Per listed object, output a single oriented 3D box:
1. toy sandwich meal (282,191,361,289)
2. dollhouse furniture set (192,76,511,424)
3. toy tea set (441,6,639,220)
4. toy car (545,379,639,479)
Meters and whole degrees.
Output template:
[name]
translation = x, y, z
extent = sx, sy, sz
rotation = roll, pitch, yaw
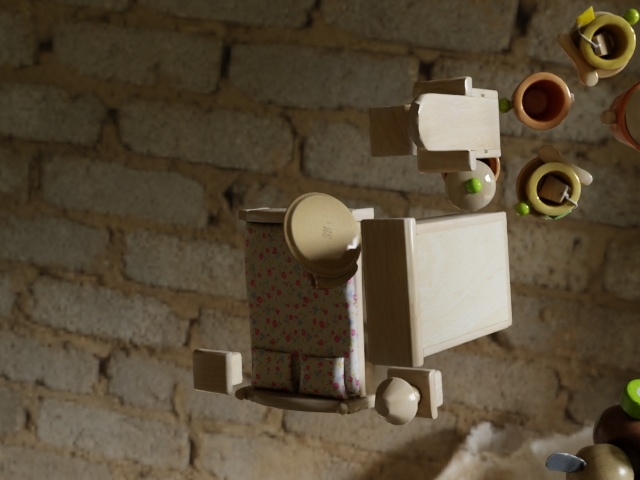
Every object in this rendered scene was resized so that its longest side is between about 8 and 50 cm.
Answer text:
[toy sandwich meal]
translation = 0.000, 0.000, 0.865
extent = 0.085, 0.085, 0.029
rotation = -6, -16, -33
[dollhouse furniture set]
translation = -0.027, 0.017, 0.927
extent = 0.355, 0.303, 0.174
rotation = 0, 4, 35
[toy tea set]
translation = 0.309, -0.134, 1.261
extent = 0.200, 0.336, 0.124
rotation = 49, 1, -6
[toy car]
translation = 0.363, 0.291, 1.321
extent = 0.188, 0.155, 0.149
rotation = -9, 42, -17
